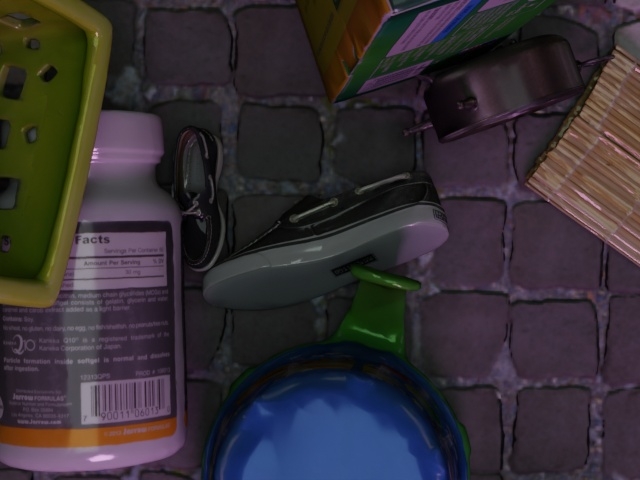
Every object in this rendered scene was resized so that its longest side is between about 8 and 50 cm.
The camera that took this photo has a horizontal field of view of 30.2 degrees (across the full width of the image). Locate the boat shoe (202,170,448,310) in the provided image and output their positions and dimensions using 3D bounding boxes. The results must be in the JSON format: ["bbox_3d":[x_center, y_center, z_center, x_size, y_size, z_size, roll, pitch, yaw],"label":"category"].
[{"bbox_3d":[0.000,0.000,1.028,0.219,0.078,0.070,-18,59,6],"label":"boat shoe"}]

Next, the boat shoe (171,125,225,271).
[{"bbox_3d":[-0.107,-0.037,1.018,0.046,0.038,0.125,-2,76,26],"label":"boat shoe"}]

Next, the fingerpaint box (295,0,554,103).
[{"bbox_3d":[0.039,-0.316,0.835,0.163,0.445,0.371,-19,91,-3],"label":"fingerpaint box"}]

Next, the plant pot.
[{"bbox_3d":[-0.310,-0.086,0.830,0.207,0.227,0.228,6,82,31],"label":"plant pot"}]

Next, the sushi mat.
[{"bbox_3d":[0.348,-0.023,1.062,0.316,0.019,0.151,35,88,-3],"label":"sushi mat"}]

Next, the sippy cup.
[{"bbox_3d":[0.010,0.188,0.932,0.240,0.224,0.305,-20,81,-2],"label":"sippy cup"}]

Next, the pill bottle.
[{"bbox_3d":[-0.191,0.038,0.971,0.162,0.162,0.278,-2,90,-2],"label":"pill bottle"}]

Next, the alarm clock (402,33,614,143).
[{"bbox_3d":[0.169,-0.135,1.006,0.192,0.129,0.064,-17,89,-23],"label":"alarm clock"}]
